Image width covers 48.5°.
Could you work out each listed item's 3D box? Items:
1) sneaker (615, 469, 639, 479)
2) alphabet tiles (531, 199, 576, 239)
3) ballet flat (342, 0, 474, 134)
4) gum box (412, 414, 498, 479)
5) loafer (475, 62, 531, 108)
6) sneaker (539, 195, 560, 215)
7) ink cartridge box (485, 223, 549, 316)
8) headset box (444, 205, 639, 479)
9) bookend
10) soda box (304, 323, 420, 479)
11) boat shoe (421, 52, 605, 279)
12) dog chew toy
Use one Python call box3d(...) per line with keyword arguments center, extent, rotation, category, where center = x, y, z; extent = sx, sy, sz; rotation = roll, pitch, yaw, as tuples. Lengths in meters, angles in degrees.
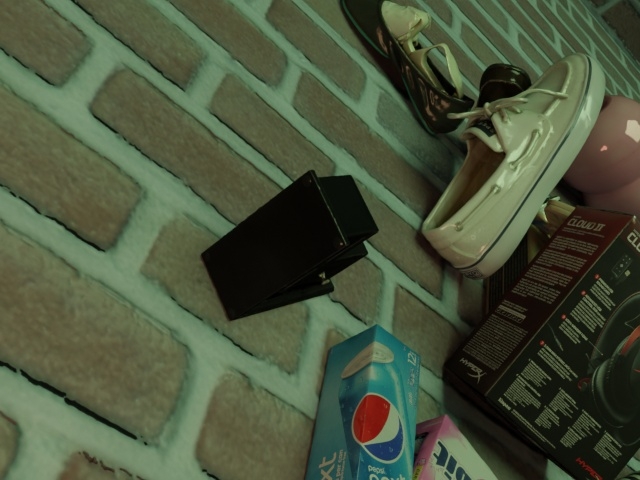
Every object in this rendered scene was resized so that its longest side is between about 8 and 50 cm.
box3d(center=(0.491, 0.450, 0.812), extent=(0.258, 0.169, 0.447), rotation=(1, 28, -31), category="sneaker")
box3d(center=(0.409, 0.038, 1.043), extent=(0.278, 0.021, 0.284), rotation=(29, -12, 35), category="alphabet tiles")
box3d(center=(0.150, -0.302, 1.127), extent=(0.280, 0.096, 0.095), rotation=(54, 37, -2), category="ballet flat")
box3d(center=(0.134, 0.272, 0.691), extent=(0.188, 0.062, 0.107), rotation=(52, 37, -10), category="gum box")
box3d(center=(0.280, -0.182, 1.120), extent=(0.220, 0.080, 0.078), rotation=(80, 26, -56), category="loafer")
box3d(center=(0.407, -0.053, 1.285), extent=(0.109, 0.040, 0.043), rotation=(-24, 98, -50), category="sneaker")
box3d(center=(0.342, 0.122, 1.028), extent=(0.235, 0.088, 0.193), rotation=(41, 40, -21), category="ink cartridge box")
box3d(center=(0.331, 0.117, 0.853), extent=(0.218, 0.293, 0.110), rotation=(41, -4, -19), category="headset box")
box3d(center=(0.000, 0.000, 0.675), extent=(0.157, 0.156, 0.072), rotation=(-10, 71, -52), category="bookend")
box3d(center=(0.039, 0.184, 0.648), extent=(0.067, 0.071, 0.210), rotation=(38, 40, -24), category="soda box")
box3d(center=(0.247, -0.138, 0.982), extent=(0.156, 0.136, 0.367), rotation=(36, 82, -19), category="boat shoe")
box3d(center=(0.613, -0.127, 1.445), extent=(0.332, 0.207, 0.206), rotation=(53, 35, -17), category="dog chew toy")
